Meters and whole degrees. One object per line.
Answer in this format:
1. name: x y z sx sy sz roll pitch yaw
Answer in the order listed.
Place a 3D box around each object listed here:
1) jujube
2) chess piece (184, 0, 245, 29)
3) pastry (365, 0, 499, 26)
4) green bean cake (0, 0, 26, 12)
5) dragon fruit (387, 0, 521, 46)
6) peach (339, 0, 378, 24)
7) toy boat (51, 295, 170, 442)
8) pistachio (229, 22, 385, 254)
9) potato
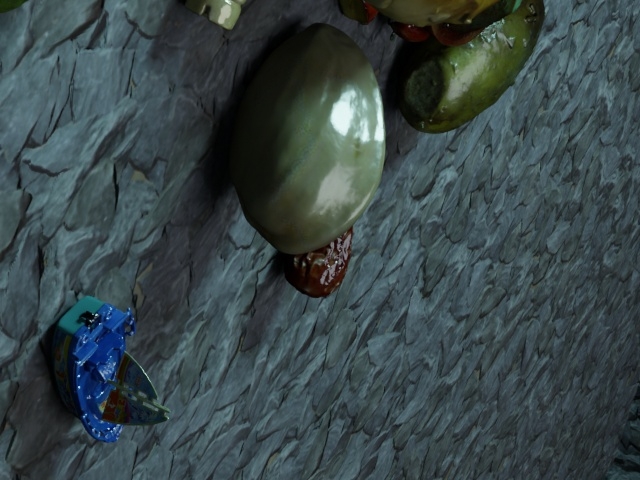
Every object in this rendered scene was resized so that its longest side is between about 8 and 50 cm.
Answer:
1. jujube: 0.000 0.000 1.895 0.077 0.077 0.129 7 96 -67
2. chess piece: -0.073 -0.248 1.475 0.122 0.066 0.066 -60 159 5
3. pastry: 0.105 -0.355 1.591 0.316 0.184 0.284 -45 144 -33
4. green bean cake: -0.193 -0.280 1.074 0.248 0.125 0.222 -48 153 -36
5. dragon fruit: 0.174 -0.341 1.841 0.295 0.130 0.268 -58 150 -23
6. peach: 0.044 -0.261 1.742 0.077 0.050 0.083 -23 138 -57
7. toy boat: -0.187 0.139 1.561 0.091 0.110 0.175 -48 155 -36
8. pistachio: -0.012 -0.101 1.670 0.138 0.153 0.237 82 11 -69
9. potato: 0.181 -0.221 2.003 0.251 0.113 0.149 -54 157 -27
